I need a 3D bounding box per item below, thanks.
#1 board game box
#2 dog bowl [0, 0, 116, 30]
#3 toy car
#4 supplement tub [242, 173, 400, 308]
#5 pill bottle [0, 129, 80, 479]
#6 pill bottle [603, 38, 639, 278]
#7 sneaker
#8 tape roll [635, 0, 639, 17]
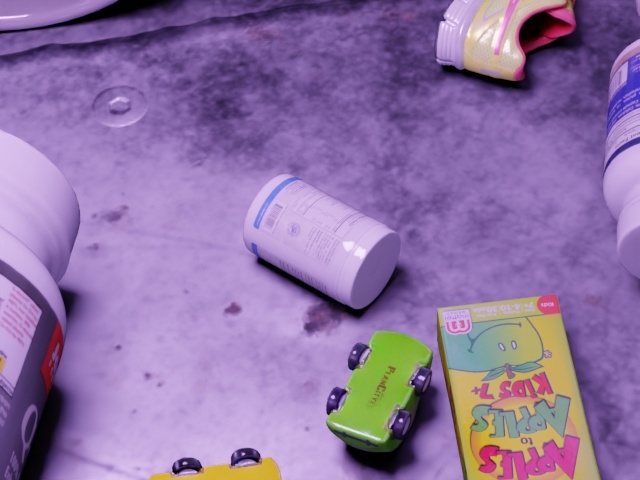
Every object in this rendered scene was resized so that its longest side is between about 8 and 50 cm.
[{"bbox_3d":[0.143,0.127,1.414,0.092,0.043,0.181,-6,51,-2],"label":"board game box"},{"bbox_3d":[-0.271,-0.293,1.604,0.349,0.349,0.102,-6,64,-1],"label":"dog bowl"},{"bbox_3d":[0.020,0.163,1.386,0.239,0.053,0.225,19,54,17],"label":"toy car"},{"bbox_3d":[0.000,0.000,1.509,0.107,0.071,0.071,29,58,23],"label":"supplement tub"},{"bbox_3d":[-0.296,0.100,1.355,0.210,0.210,0.363,7,52,9],"label":"pill bottle"},{"bbox_3d":[0.276,-0.062,1.516,0.112,0.112,0.187,4,52,7],"label":"pill bottle"},{"bbox_3d":[0.187,-0.212,1.670,0.094,0.081,0.208,27,68,23],"label":"sneaker"},{"bbox_3d":[0.441,-0.242,1.551,0.392,0.072,0.392,-10,17,3],"label":"tape roll"}]
